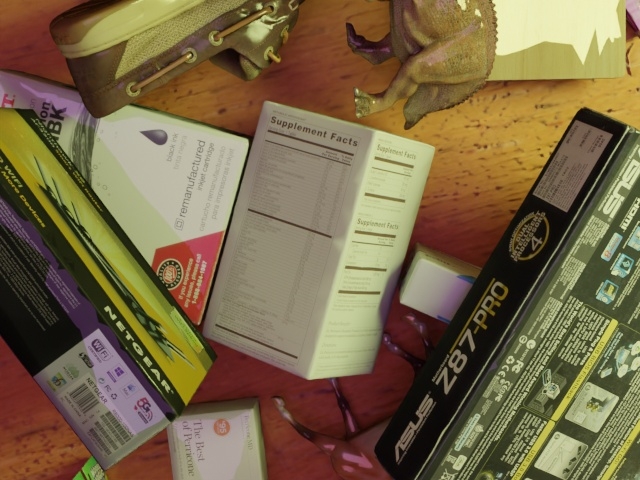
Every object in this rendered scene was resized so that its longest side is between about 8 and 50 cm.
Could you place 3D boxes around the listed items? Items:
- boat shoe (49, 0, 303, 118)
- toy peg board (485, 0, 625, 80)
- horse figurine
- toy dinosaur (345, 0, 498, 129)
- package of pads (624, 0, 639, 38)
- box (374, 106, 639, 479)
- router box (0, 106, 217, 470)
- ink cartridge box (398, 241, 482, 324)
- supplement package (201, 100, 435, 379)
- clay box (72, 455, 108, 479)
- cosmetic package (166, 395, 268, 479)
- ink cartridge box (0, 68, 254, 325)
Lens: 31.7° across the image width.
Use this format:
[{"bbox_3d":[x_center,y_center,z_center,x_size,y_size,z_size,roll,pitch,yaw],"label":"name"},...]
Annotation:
[{"bbox_3d":[-0.089,-0.217,1.112,0.342,0.123,0.123,-27,113,-23],"label":"boat shoe"},{"bbox_3d":[0.222,-0.246,1.157,0.161,0.079,0.161,-3,97,-14],"label":"toy peg board"},{"bbox_3d":[0.076,0.188,1.200,0.263,0.066,0.174,-33,86,7],"label":"horse figurine"},{"bbox_3d":[0.122,-0.218,1.062,0.200,0.127,0.295,-6,124,2],"label":"toy dinosaur"},{"bbox_3d":[0.353,-0.251,1.164,0.083,0.032,0.050,-33,92,4],"label":"package of pads"},{"bbox_3d":[0.282,0.114,1.108,0.318,0.097,0.395,26,97,-27],"label":"box"},{"bbox_3d":[-0.224,0.027,0.988,0.081,0.243,0.309,-36,94,5],"label":"router box"},{"bbox_3d":[0.130,0.048,1.156,0.088,0.122,0.052,24,100,0],"label":"ink cartridge box"},{"bbox_3d":[0.000,0.000,1.126,0.139,0.134,0.244,19,97,30],"label":"supplement package"},{"bbox_3d":[-0.237,0.349,1.193,0.053,0.127,0.222,-17,94,3],"label":"clay box"},{"bbox_3d":[-0.102,0.295,1.217,0.099,0.060,0.239,-7,95,1],"label":"cosmetic package"},{"bbox_3d":[-0.222,-0.047,1.160,0.273,0.114,0.197,16,96,1],"label":"ink cartridge box"}]
